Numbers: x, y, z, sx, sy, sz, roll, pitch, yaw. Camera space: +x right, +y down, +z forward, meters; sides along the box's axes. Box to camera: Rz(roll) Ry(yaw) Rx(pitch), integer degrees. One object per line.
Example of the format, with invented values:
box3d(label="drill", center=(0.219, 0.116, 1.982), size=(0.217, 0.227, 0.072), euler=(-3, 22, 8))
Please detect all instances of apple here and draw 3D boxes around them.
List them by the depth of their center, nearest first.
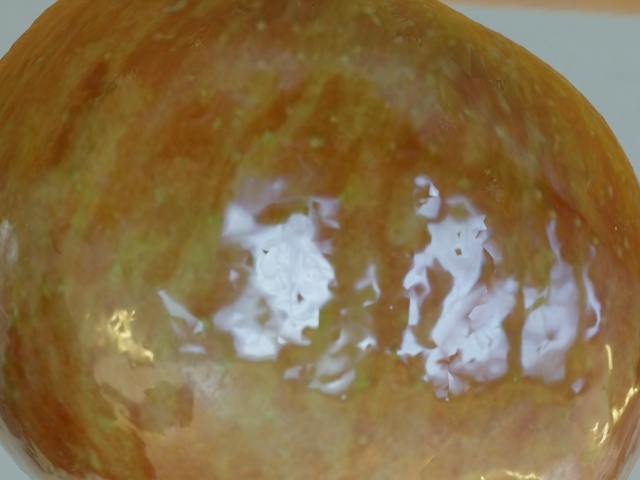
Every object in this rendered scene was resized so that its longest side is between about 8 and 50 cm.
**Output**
box3d(label="apple", center=(0.000, 0.000, 0.824), size=(0.309, 0.250, 0.277), euler=(3, -177, -40))
